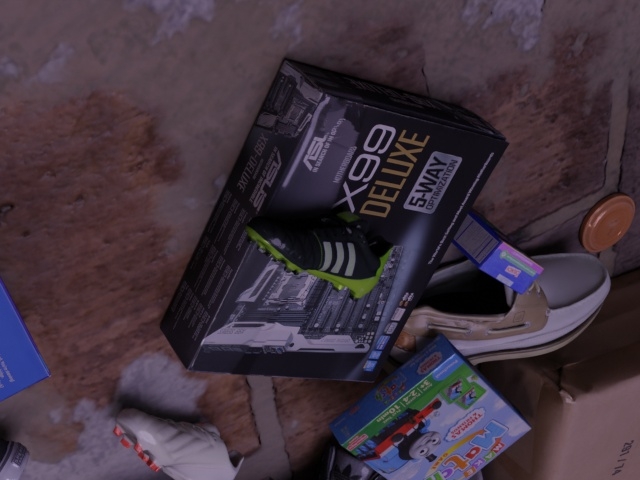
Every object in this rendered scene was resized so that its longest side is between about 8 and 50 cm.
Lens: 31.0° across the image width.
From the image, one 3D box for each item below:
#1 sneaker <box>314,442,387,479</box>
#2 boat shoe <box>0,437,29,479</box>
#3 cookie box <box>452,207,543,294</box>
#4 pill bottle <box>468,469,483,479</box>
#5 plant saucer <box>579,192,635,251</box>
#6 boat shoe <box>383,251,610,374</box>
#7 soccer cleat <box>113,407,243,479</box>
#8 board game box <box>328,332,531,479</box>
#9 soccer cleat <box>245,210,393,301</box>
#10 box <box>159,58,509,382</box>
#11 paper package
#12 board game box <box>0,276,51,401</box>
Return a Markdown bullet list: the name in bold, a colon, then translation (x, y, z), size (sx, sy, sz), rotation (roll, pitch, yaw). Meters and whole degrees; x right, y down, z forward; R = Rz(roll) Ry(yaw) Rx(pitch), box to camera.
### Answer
- **sneaker**: translation (0.003, 0.323, 1.336), size (0.153, 0.101, 0.268), rotation (-69, 166, 12)
- **boat shoe**: translation (-0.363, 0.272, 1.088), size (0.076, 0.080, 0.228), rotation (32, 106, -17)
- **cookie box**: translation (0.174, 0.002, 1.237), size (0.040, 0.107, 0.092), rotation (-51, 137, 9)
- **pill bottle**: translation (0.155, 0.374, 1.514), size (0.124, 0.124, 0.221), rotation (-26, 136, -17)
- **plant saucer**: translation (0.355, -0.020, 1.424), size (0.083, 0.013, 0.083), rotation (-20, 134, -22)
- **boat shoe**: translation (0.208, 0.069, 1.314), size (0.302, 0.113, 0.103), rotation (-19, 139, -22)
- **soccer cleat**: translation (-0.147, 0.212, 1.209), size (0.076, 0.068, 0.196), rotation (-51, 140, -13)
- **board game box**: translation (0.129, 0.210, 1.303), size (0.160, 0.039, 0.211), rotation (-40, 136, 6)
- **soccer cleat**: translation (0.000, 0.000, 1.037), size (0.179, 0.060, 0.072), rotation (25, 98, -51)
- **box**: translation (0.013, -0.007, 1.133), size (0.242, 0.076, 0.307), rotation (9, 117, -40)
- **paper package**: translation (0.362, 0.227, 1.517), size (0.309, 0.168, 0.325), rotation (-16, 131, -25)
- **board game box**: translation (-0.376, 0.027, 0.872), size (0.233, 0.078, 0.347), rotation (-28, 136, -15)
